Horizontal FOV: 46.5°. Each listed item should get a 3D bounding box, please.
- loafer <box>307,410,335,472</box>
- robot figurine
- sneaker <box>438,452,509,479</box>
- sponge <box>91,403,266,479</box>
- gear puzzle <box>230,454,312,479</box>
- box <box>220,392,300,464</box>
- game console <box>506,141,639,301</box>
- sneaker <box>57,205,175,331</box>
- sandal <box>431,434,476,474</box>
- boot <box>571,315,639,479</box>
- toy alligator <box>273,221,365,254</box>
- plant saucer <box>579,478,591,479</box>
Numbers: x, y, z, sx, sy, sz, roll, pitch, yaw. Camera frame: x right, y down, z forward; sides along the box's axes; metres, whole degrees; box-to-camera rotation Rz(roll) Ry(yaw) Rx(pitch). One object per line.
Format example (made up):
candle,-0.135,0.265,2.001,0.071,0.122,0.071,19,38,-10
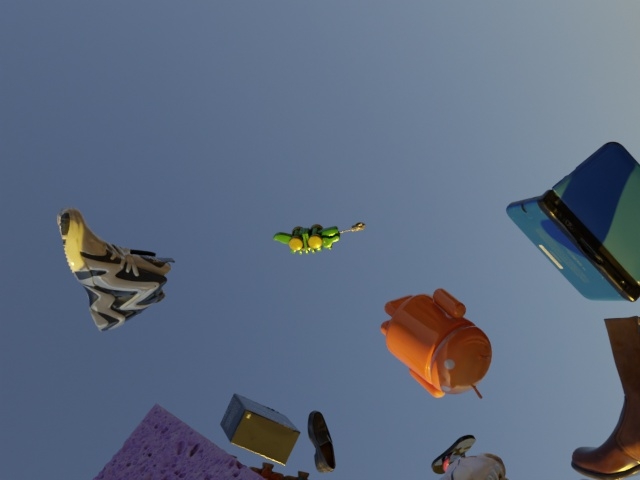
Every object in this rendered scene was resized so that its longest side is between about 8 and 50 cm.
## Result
loafer,0.010,0.550,2.045,0.062,0.061,0.170,-10,-100,-33
robot figurine,0.198,0.172,1.258,0.158,0.219,0.128,-54,-42,0
sneaker,0.228,0.356,1.071,0.094,0.091,0.258,60,-170,4
sponge,-0.126,0.230,0.657,0.117,0.210,0.031,-49,-52,-22
gear puzzle,-0.162,0.516,1.458,0.339,0.044,0.175,18,-106,-16
box,-0.153,0.469,1.859,0.156,0.158,0.093,27,-96,-16
game console,0.579,-0.030,1.545,0.173,0.250,0.293,-45,-83,-12
sneaker,-0.316,0.029,1.191,0.153,0.094,0.235,-21,-59,-14
sandal,0.324,0.531,1.809,0.067,0.179,0.040,-1,-130,-26
boot,0.535,0.277,1.320,0.096,0.264,0.280,-3,-102,-28
toy alligator,0.000,0.000,1.501,0.056,0.189,0.051,-81,-18,-62
plant saucer,0.386,0.514,1.052,0.332,0.084,0.332,9,-90,-76
